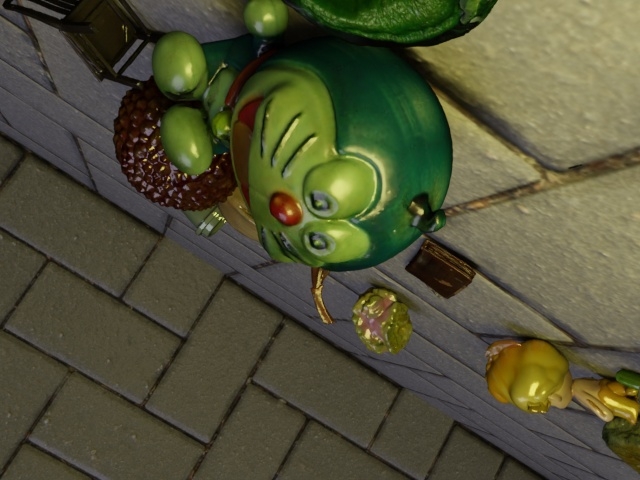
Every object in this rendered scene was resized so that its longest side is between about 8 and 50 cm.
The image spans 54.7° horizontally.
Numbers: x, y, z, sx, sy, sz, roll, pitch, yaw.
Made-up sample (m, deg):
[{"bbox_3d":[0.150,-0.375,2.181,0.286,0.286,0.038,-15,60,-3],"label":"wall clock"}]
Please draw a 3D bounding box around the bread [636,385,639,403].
[{"bbox_3d":[0.463,0.185,0.710,0.156,0.103,0.110,21,157,16],"label":"bread"}]

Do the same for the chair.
[{"bbox_3d":[-0.289,-0.265,0.762,0.212,0.084,0.101,22,160,35],"label":"chair"}]

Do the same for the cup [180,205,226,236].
[{"bbox_3d":[-0.249,-0.089,1.281,0.141,0.120,0.120,45,166,-1],"label":"cup"}]

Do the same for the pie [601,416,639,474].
[{"bbox_3d":[0.657,0.399,1.123,0.276,0.079,0.277,27,161,10],"label":"pie"}]

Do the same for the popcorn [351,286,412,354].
[{"bbox_3d":[0.132,0.173,1.333,0.145,0.125,0.126,49,-175,-9],"label":"popcorn"}]

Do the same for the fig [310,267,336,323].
[{"bbox_3d":[0.012,-0.001,0.811,0.133,0.201,0.146,29,177,-35],"label":"fig"}]

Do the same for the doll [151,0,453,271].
[{"bbox_3d":[-0.011,-0.095,0.555,0.322,0.186,0.199,43,144,32],"label":"doll"}]

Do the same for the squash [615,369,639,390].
[{"bbox_3d":[0.482,0.213,0.918,0.027,0.027,0.089,40,163,-33],"label":"squash"}]

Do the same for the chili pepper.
[{"bbox_3d":[0.048,-0.174,0.373,0.122,0.065,0.278,37,170,-39],"label":"chili pepper"}]

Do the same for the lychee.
[{"bbox_3d":[-0.175,-0.135,0.806,0.188,0.188,0.188,29,167,8],"label":"lychee"}]

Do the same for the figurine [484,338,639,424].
[{"bbox_3d":[0.394,0.238,1.028,0.246,0.131,0.156,11,-159,18],"label":"figurine"}]

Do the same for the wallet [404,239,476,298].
[{"bbox_3d":[0.185,0.048,0.971,0.095,0.026,0.176,35,167,9],"label":"wallet"}]

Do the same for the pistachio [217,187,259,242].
[{"bbox_3d":[-0.057,-0.045,0.945,0.223,0.126,0.152,25,-156,-6],"label":"pistachio"}]
